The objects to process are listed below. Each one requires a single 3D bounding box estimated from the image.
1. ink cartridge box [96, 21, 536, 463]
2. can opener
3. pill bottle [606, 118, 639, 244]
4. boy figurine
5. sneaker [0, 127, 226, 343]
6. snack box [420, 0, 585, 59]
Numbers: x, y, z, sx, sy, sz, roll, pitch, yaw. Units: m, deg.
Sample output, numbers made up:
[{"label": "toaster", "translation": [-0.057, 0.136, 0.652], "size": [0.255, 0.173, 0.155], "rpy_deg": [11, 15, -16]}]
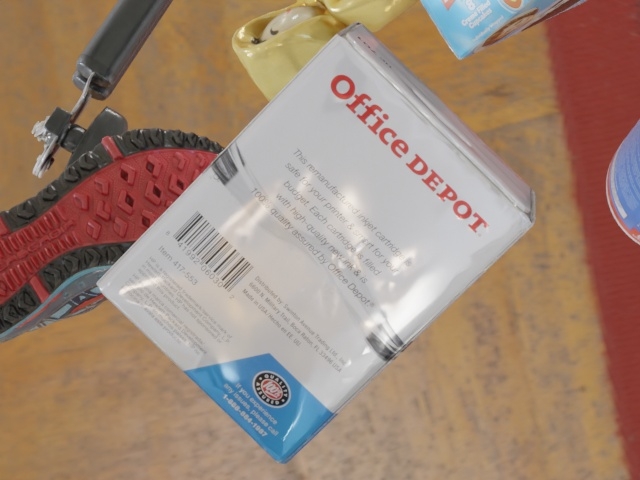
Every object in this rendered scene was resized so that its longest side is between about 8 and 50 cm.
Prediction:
[{"label": "ink cartridge box", "translation": [0.000, 0.000, 0.867], "size": [0.139, 0.082, 0.191], "rpy_deg": [45, 104, -2]}, {"label": "can opener", "translation": [-0.217, -0.171, 1.712], "size": [0.093, 0.074, 0.280], "rpy_deg": [28, 68, -8]}, {"label": "pill bottle", "translation": [0.315, -0.068, 1.341], "size": [0.124, 0.221, 0.124], "rpy_deg": [0, 77, -1]}, {"label": "boy figurine", "translation": [0.034, -0.235, 1.321], "size": [0.285, 0.092, 0.177], "rpy_deg": [-51, 33, 3]}, {"label": "sneaker", "translation": [-0.179, -0.002, 1.242], "size": [0.262, 0.125, 0.104], "rpy_deg": [-24, 82, -6]}, {"label": "snack box", "translation": [0.229, -0.249, 1.104], "size": [0.322, 0.187, 0.060], "rpy_deg": [-38, 83, 44]}]
